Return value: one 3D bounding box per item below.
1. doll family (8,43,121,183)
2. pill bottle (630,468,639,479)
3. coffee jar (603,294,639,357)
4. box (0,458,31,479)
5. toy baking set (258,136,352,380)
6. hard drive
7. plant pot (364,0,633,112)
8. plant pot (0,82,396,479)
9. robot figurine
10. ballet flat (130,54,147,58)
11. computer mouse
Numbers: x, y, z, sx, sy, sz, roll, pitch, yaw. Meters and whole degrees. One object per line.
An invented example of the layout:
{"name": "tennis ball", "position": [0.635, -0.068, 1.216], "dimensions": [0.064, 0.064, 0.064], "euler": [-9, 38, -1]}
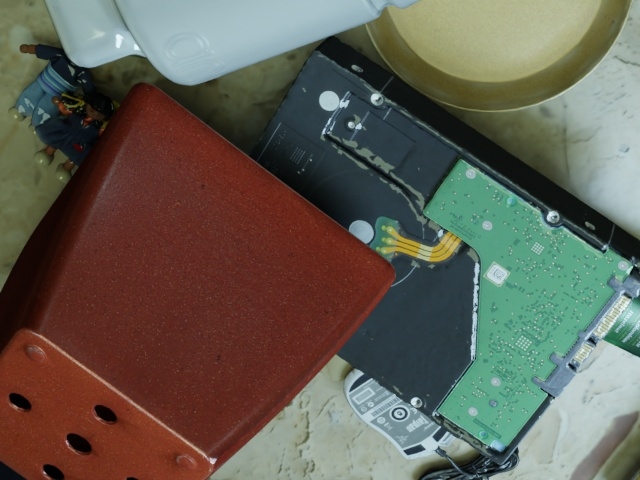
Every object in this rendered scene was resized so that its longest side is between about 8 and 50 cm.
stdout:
{"name": "doll family", "position": [-0.187, -0.102, 1.379], "dimensions": [0.193, 0.076, 0.111], "euler": [31, 130, -16]}
{"name": "pill bottle", "position": [0.378, 0.214, 1.481], "dimensions": [0.117, 0.117, 0.208], "euler": [29, 110, -11]}
{"name": "coffee jar", "position": [0.305, 0.067, 1.431], "dimensions": [0.184, 0.096, 0.079], "euler": [27, 116, -9]}
{"name": "box", "position": [-0.311, 0.333, 1.451], "dimensions": [0.212, 0.293, 0.395], "euler": [37, 109, -13]}
{"name": "toy baking set", "position": [0.005, -0.004, 1.446], "dimensions": [0.196, 0.030, 0.256], "euler": [-27, 104, 18]}
{"name": "hard drive", "position": [0.085, 0.011, 1.367], "dimensions": [0.339, 0.064, 0.237], "euler": [34, 118, 2]}
{"name": "plant pot", "position": [0.149, -0.226, 1.345], "dimensions": [0.236, 0.032, 0.236], "euler": [0, 113, 0]}
{"name": "plant pot", "position": [-0.145, 0.086, 1.294], "dimensions": [0.267, 0.236, 0.267], "euler": [37, 138, -6]}
{"name": "robot figurine", "position": [-0.041, -0.245, 1.199], "dimensions": [0.353, 0.300, 0.200], "euler": [-19, 104, 12]}
{"name": "ballet flat", "position": [-0.210, -0.249, 1.315], "dimensions": [0.086, 0.086, 0.248], "euler": [-39, 107, 16]}
{"name": "computer mouse", "position": [0.097, 0.173, 1.511], "dimensions": [0.106, 0.042, 0.193], "euler": [-33, 115, 19]}
